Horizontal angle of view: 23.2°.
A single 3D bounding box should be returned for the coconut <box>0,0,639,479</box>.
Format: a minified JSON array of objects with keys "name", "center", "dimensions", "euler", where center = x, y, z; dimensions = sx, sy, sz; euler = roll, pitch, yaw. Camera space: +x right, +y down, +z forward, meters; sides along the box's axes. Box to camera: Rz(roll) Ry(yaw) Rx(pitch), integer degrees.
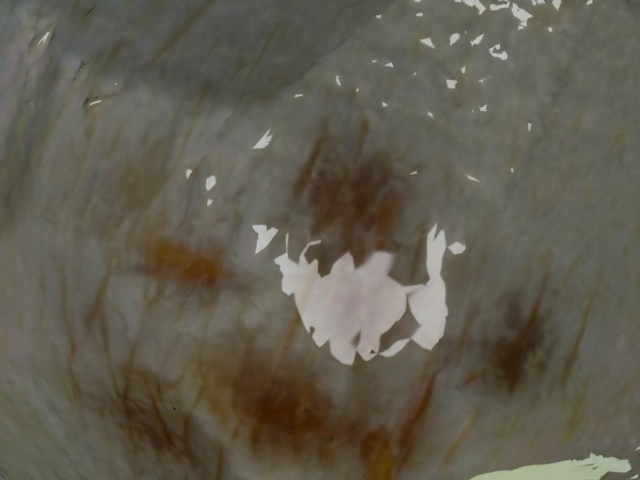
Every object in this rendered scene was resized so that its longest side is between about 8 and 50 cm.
[{"name":"coconut","center":[0.000,0.000,0.726],"dimensions":[0.344,0.415,0.415],"euler":[14,102,-52]}]
